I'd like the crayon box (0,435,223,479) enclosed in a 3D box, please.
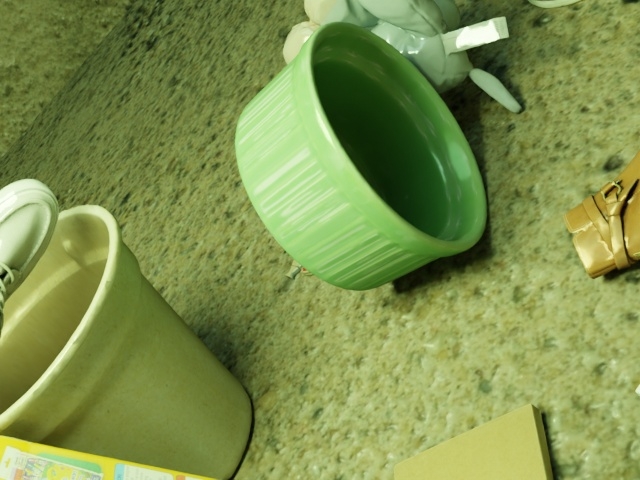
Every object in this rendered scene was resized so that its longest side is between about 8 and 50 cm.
[{"bbox_3d":[-0.200,0.316,1.014,0.203,0.323,0.083,-97,29,-52],"label":"crayon box"}]

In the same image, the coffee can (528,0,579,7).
[{"bbox_3d":[0.290,-0.479,1.382,0.201,0.275,0.201,-30,35,24],"label":"coffee can"}]

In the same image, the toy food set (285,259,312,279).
[{"bbox_3d":[0.000,0.000,1.418,0.078,0.019,0.122,3,56,51],"label":"toy food set"}]

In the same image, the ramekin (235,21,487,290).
[{"bbox_3d":[0.044,-0.089,1.218,0.148,0.303,0.303,-34,33,32],"label":"ramekin"}]

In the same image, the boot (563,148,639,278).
[{"bbox_3d":[0.320,-0.059,1.072,0.152,0.073,0.197,-33,31,27],"label":"boot"}]

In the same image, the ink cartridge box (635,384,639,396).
[{"bbox_3d":[0.320,0.132,0.892,0.048,0.028,0.083,-52,33,-10],"label":"ink cartridge box"}]

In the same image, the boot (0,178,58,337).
[{"bbox_3d":[-0.362,0.059,1.141,0.258,0.095,0.123,-55,38,0],"label":"boot"}]

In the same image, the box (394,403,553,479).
[{"bbox_3d":[0.144,0.263,0.955,0.164,0.021,0.201,-30,35,23],"label":"box"}]

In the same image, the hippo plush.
[{"bbox_3d":[0.107,-0.302,1.396,0.294,0.234,0.236,-7,32,16],"label":"hippo plush"}]

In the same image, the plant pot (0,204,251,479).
[{"bbox_3d":[-0.259,0.181,1.243,0.334,0.305,0.334,-29,36,24],"label":"plant pot"}]
